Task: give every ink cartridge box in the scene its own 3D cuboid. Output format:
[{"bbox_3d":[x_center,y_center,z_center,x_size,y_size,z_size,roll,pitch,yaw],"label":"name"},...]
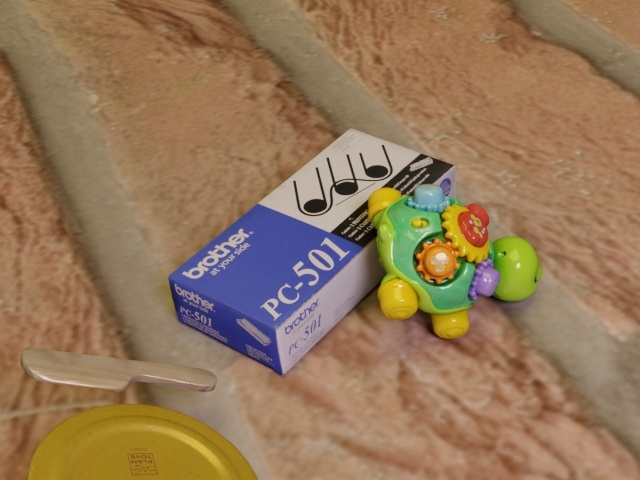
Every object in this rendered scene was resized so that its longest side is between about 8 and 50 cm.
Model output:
[{"bbox_3d":[0.000,0.000,0.758,0.097,0.046,0.207,23,47,31],"label":"ink cartridge box"}]

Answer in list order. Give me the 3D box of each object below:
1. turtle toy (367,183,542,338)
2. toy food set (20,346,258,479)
[{"bbox_3d":[0.089,0.010,0.702,0.130,0.066,0.095,22,49,-36],"label":"turtle toy"},{"bbox_3d":[-0.096,0.159,0.572,0.128,0.071,0.218,5,36,-26],"label":"toy food set"}]
